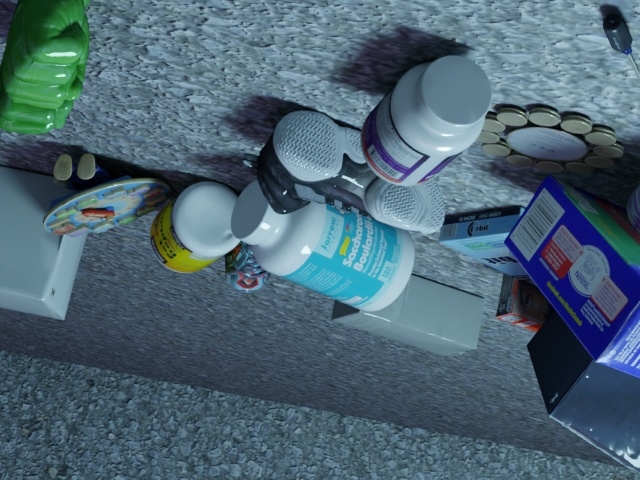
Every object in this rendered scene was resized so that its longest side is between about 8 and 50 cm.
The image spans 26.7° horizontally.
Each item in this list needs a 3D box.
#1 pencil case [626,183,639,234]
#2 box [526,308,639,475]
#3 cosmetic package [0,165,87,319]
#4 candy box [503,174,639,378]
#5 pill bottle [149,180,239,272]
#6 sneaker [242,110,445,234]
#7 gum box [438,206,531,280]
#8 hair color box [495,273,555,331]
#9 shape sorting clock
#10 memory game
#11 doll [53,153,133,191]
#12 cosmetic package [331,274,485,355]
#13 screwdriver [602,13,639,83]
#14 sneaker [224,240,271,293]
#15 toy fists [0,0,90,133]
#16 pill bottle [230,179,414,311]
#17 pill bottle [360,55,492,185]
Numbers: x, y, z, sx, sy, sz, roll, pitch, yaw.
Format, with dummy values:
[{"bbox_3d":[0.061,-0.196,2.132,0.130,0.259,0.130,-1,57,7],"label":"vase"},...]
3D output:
[{"bbox_3d":[0.421,-0.057,1.574,0.088,0.086,0.206,47,169,11],"label":"pencil case"},{"bbox_3d":[0.476,0.209,1.933,0.294,0.183,0.296,32,-166,-6],"label":"box"},{"bbox_3d":[-0.595,-0.017,2.255,0.384,0.217,0.156,14,163,4],"label":"cosmetic package"},{"bbox_3d":[0.426,0.075,1.694,0.317,0.122,0.268,22,-158,-32],"label":"candy box"},{"bbox_3d":[-0.201,-0.015,2.129,0.117,0.117,0.215,18,163,-16],"label":"pill bottle"},{"bbox_3d":[0.028,-0.075,1.780,0.268,0.101,0.153,27,153,-24],"label":"sneaker"},{"bbox_3d":[0.293,0.009,1.974,0.184,0.041,0.157,24,160,-36],"label":"gum box"},{"bbox_3d":[0.365,0.100,2.132,0.167,0.093,0.053,18,162,-20],"label":"hair color box"},{"bbox_3d":[-0.333,-0.050,2.115,0.206,0.040,0.206,-14,167,-3],"label":"shape sorting clock"},{"bbox_3d":[0.271,-0.119,1.619,0.186,0.012,0.186,12,164,4],"label":"memory game"},{"bbox_3d":[-0.359,-0.093,2.117,0.129,0.046,0.189,0,167,10],"label":"doll"},{"bbox_3d":[0.154,0.121,2.352,0.238,0.107,0.127,16,163,-22],"label":"cosmetic package"},{"bbox_3d":[0.314,-0.187,1.360,0.025,0.024,0.170,-27,155,20],"label":"screwdriver"},{"bbox_3d":[-0.093,0.024,2.146,0.104,0.125,0.262,15,167,-10],"label":"sneaker"},{"bbox_3d":[-0.317,-0.204,1.546,0.096,0.142,0.279,17,163,-15],"label":"toy fists"},{"bbox_3d":[0.000,0.000,1.978,0.264,0.146,0.146,23,161,-34],"label":"pill bottle"},{"bbox_3d":[0.120,-0.136,1.507,0.108,0.108,0.193,16,163,-11],"label":"pill bottle"}]
